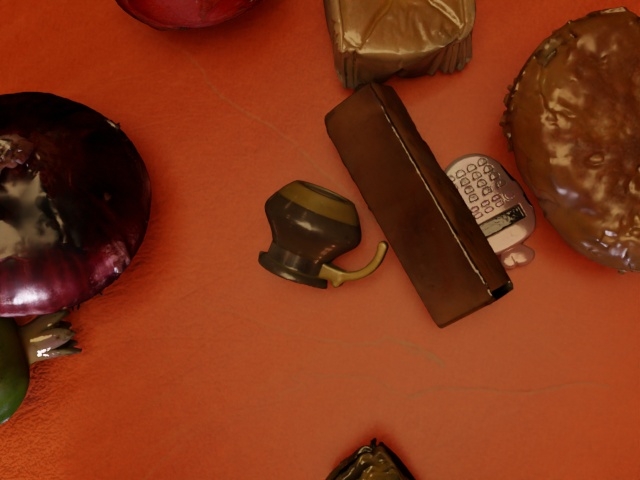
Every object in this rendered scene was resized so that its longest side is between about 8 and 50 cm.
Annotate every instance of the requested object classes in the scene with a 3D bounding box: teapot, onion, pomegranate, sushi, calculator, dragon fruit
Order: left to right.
[{"bbox_3d":[-0.430,0.150,0.929,0.225,0.187,0.186,-16,82,-22],"label":"pomegranate"},{"bbox_3d":[-0.367,-0.063,0.895,0.314,0.232,0.313,5,55,-8],"label":"onion"},{"bbox_3d":[-0.173,-0.385,0.920,0.253,0.241,0.240,-6,84,-9],"label":"dragon fruit"},{"bbox_3d":[0.000,0.000,0.909,0.166,0.130,0.119,25,102,14],"label":"teapot"},{"bbox_3d":[0.109,0.388,0.859,0.139,0.131,0.291,-39,90,0],"label":"sushi"},{"bbox_3d":[0.221,-0.037,0.940,0.103,0.024,0.165,-28,80,2],"label":"calculator"}]

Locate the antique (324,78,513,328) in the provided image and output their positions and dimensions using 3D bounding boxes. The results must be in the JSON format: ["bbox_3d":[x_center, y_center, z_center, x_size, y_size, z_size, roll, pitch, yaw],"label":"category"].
[{"bbox_3d":[0.121,-0.050,0.904,0.087,0.093,0.309,-34,80,28],"label":"antique"}]

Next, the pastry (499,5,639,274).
[{"bbox_3d":[0.354,-0.115,0.863,0.255,0.162,0.310,-32,92,-8],"label":"pastry"}]

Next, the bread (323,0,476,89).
[{"bbox_3d":[0.100,-0.313,0.938,0.192,0.110,0.209,-10,84,-1],"label":"bread"}]
